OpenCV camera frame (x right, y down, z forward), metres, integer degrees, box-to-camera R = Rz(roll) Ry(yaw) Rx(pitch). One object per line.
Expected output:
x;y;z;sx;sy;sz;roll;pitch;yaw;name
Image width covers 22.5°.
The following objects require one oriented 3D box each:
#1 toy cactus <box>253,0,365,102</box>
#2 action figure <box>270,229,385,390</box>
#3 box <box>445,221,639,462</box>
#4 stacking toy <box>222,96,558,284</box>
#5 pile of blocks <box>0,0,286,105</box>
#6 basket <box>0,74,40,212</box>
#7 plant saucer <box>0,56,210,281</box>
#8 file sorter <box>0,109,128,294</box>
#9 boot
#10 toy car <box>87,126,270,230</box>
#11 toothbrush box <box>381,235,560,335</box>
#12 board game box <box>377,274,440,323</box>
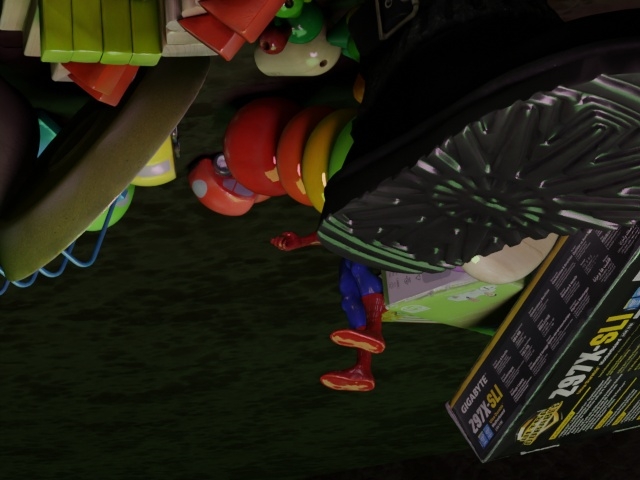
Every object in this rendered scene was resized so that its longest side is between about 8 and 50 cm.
0.023;-0.150;1.249;0.219;0.112;0.180;-3;177;-43;toy cactus
0.000;0.000;1.487;0.139;0.280;0.091;12;134;-3;action figure
0.289;0.056;1.416;0.257;0.079;0.322;-6;141;-33;box
0.040;-0.062;1.349;0.330;0.141;0.141;14;180;42;stacking toy
-0.103;-0.173;1.083;0.149;0.112;0.362;9;158;-41;pile of blocks
-0.330;-0.100;1.192;0.204;0.154;0.227;-27;160;-7;basket
-0.183;-0.071;1.281;0.037;0.241;0.241;43;142;-18;plant saucer
-0.289;-0.022;1.470;0.170;0.104;0.118;-17;131;35;file sorter
0.122;-0.139;0.976;0.131;0.260;0.348;26;155;-29;boot
-0.178;-0.049;1.574;0.225;0.053;0.239;-15;161;29;toy car
0.175;-0.026;1.499;0.122;0.206;0.283;-18;160;35;toothbrush box
0.160;0.068;2.087;0.193;0.045;0.147;3;161;-27;board game box
